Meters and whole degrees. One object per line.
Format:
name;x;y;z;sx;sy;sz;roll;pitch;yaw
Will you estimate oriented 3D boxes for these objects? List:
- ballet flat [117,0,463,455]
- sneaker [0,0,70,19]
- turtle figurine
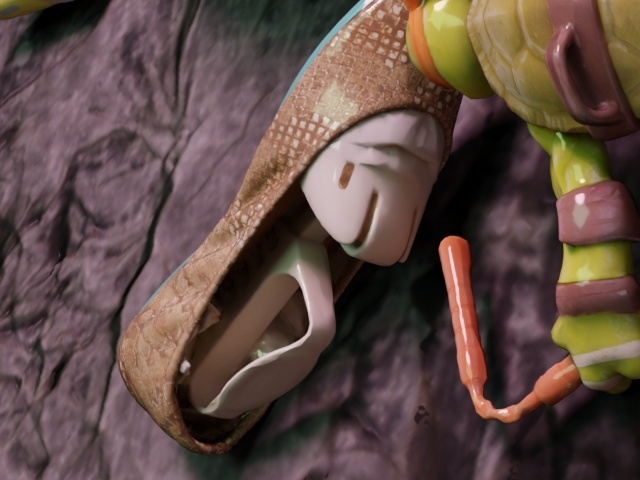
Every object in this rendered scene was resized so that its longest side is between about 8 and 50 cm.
ballet flat;0.000;0.000;0.666;0.206;0.073;0.067;-56;44;28
sneaker;-0.155;-0.205;0.985;0.094;0.081;0.208;-27;47;40
turtle figurine;0.100;-0.082;0.545;0.217;0.087;0.269;-5;80;41
